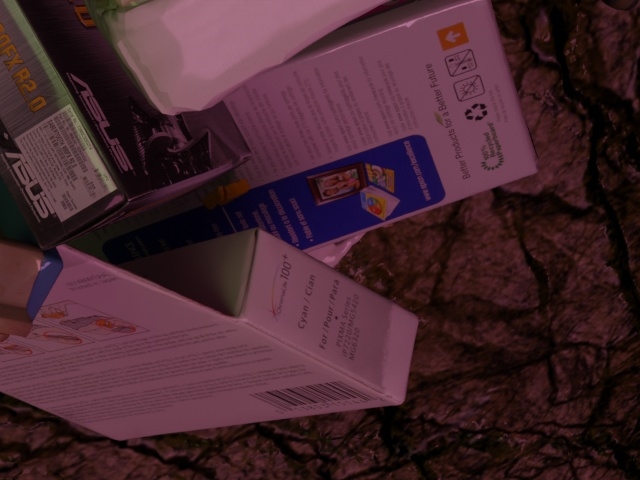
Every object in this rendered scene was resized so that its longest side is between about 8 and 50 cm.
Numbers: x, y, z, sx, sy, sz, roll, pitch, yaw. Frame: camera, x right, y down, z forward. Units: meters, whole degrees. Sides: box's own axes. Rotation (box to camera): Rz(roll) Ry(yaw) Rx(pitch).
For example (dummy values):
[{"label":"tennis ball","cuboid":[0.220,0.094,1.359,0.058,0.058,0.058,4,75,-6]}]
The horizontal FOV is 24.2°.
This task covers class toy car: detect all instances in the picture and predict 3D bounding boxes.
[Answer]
[{"label":"toy car","cuboid":[-0.062,0.013,1.007,0.040,0.060,0.122,-23,158,-40]}]

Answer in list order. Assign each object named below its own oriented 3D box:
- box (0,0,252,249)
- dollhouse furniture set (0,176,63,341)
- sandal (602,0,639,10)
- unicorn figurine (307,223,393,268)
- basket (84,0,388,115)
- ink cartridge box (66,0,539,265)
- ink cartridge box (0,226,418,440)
[{"label":"box","cuboid":[-0.139,-0.119,0.771,0.056,0.231,0.183,-29,180,19]},{"label":"dollhouse furniture set","cuboid":[-0.327,-0.012,0.731,0.286,0.303,0.198,15,117,-41]},{"label":"sandal","cuboid":[0.269,-0.223,1.009,0.303,0.086,0.120,-33,146,-55]},{"label":"unicorn figurine","cuboid":[0.000,0.000,1.152,0.111,0.060,0.162,-34,122,-3]},{"label":"basket","cuboid":[-0.007,-0.266,0.574,0.331,0.328,0.266,-31,115,-1]},{"label":"ink cartridge box","cuboid":[-0.048,-0.058,1.015,0.371,0.069,0.176,-21,138,5]},{"label":"ink cartridge box","cuboid":[-0.134,0.047,0.921,0.261,0.066,0.296,29,152,-36]}]
